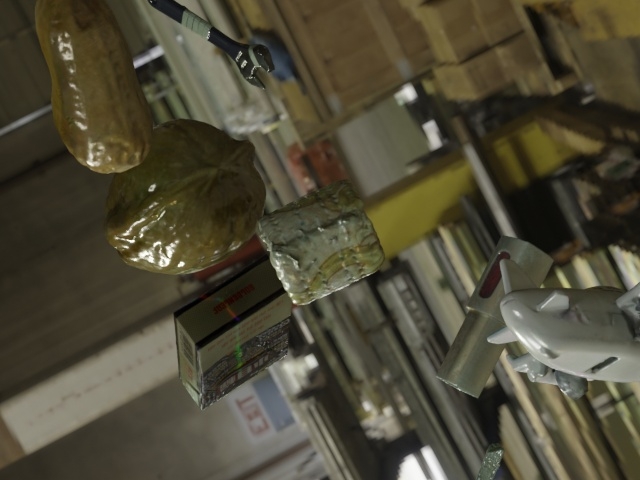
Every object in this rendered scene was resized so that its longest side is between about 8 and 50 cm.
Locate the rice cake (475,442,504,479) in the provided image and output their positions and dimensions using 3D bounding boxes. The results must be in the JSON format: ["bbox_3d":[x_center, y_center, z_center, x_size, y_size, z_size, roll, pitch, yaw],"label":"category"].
[{"bbox_3d":[0.250,0.401,1.905,0.029,0.171,0.033,22,180,10],"label":"rice cake"}]

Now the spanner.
[{"bbox_3d":[-0.205,-0.374,2.196,0.316,0.024,0.087,34,142,23],"label":"spanner"}]

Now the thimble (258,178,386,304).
[{"bbox_3d":[0.000,0.000,1.625,0.190,0.143,0.137,66,180,-79],"label":"thimble"}]

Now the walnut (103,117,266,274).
[{"bbox_3d":[-0.209,-0.064,1.852,0.227,0.283,0.283,57,176,-2],"label":"walnut"}]

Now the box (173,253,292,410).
[{"bbox_3d":[-0.153,0.167,2.115,0.084,0.198,0.310,51,161,19],"label":"box"}]

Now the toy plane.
[{"bbox_3d":[0.325,0.104,1.454,0.267,0.267,0.123,69,-165,-56],"label":"toy plane"}]

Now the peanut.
[{"bbox_3d":[-0.269,-0.191,1.396,0.120,0.110,0.236,-119,11,-72],"label":"peanut"}]

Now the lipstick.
[{"bbox_3d":[0.273,0.121,1.906,0.077,0.253,0.079,30,175,-31],"label":"lipstick"}]
